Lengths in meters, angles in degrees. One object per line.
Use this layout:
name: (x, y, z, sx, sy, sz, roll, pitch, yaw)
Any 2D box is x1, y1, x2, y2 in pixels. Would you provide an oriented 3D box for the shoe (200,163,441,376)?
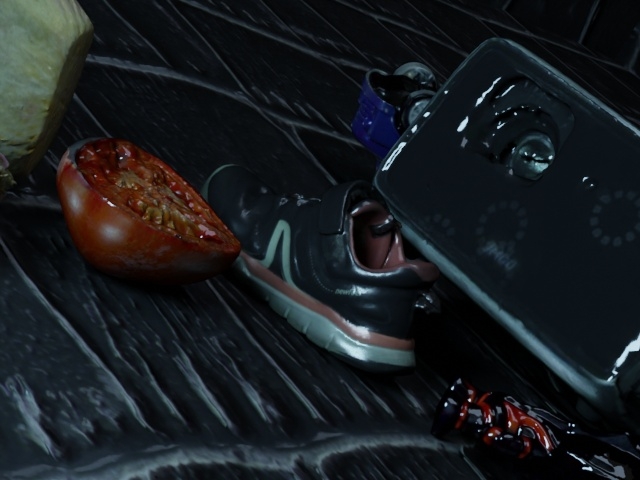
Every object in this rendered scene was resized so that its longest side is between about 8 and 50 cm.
shoe: (0.000, 0.000, 1.652, 0.291, 0.137, 0.114, 40, 18, 30)

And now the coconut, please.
coconut: (-0.310, -0.163, 1.474, 0.237, 0.237, 0.197, 28, 52, -7)

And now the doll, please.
doll: (0.217, 0.194, 1.578, 0.249, 0.088, 0.127, 22, 39, 3)

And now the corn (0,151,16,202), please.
corn: (-0.389, -0.101, 1.336, 0.335, 0.126, 0.126, 34, 16, -11)

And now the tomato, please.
tomato: (-0.164, -0.017, 1.516, 0.174, 0.082, 0.166, 15, 27, -53)

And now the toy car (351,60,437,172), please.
toy car: (0.137, -0.104, 2.141, 0.235, 0.158, 0.172, 26, 17, -10)

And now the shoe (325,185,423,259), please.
shoe: (0.084, -0.031, 2.031, 0.159, 0.053, 0.062, 35, 21, 4)

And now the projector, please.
projector: (0.302, 0.041, 1.786, 0.395, 0.242, 0.405, 42, 5, 39)
